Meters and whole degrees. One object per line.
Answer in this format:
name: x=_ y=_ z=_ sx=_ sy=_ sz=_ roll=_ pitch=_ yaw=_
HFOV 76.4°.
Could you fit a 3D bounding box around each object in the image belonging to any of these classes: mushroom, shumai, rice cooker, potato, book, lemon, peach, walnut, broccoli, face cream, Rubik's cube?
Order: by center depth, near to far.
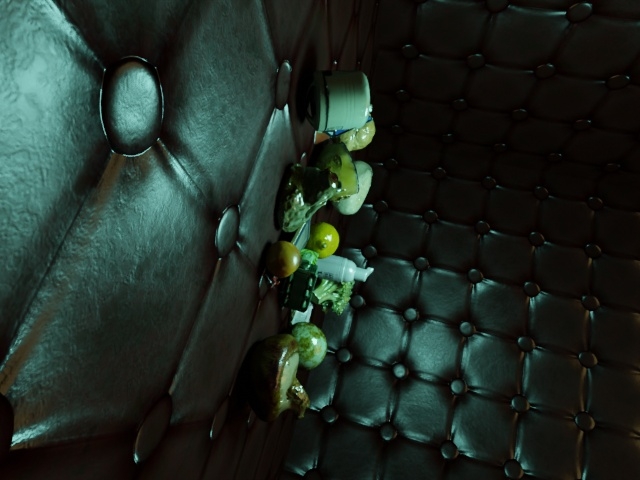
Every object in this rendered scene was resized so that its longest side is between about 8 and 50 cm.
peach: x=-0.136 y=0.066 z=1.489 sx=0.138 sy=0.138 sz=0.138 roll=13 pitch=90 yaw=-81
rice cooker: x=0.055 y=-0.514 z=1.504 sx=0.226 sy=0.244 sz=0.226 roll=172 pitch=-90 yaw=-80
shumai: x=-0.041 y=-0.147 z=1.537 sx=0.222 sy=0.204 sz=0.272 roll=-50 pitch=155 yaw=-68
mushroom: x=-0.152 y=0.540 z=1.617 sx=0.345 sy=0.260 sz=0.345 roll=13 pitch=90 yaw=-81
book: x=-0.102 y=0.028 z=1.750 sx=0.228 sy=0.018 sz=0.322 roll=-62 pitch=174 yaw=-19
Rubik's cube: x=0.123 y=-0.564 z=1.832 sx=0.250 sy=0.234 sz=0.284 roll=-56 pitch=157 yaw=-66
potato: x=0.044 y=-0.319 z=1.902 sx=0.299 sy=0.196 sz=0.246 roll=-116 pitch=-165 yaw=-58
walnut: x=0.150 y=-0.549 z=2.016 sx=0.257 sy=0.224 sz=0.257 roll=-165 pitch=-90 yaw=-79
lemon: x=0.000 y=0.000 z=2.019 sx=0.244 sy=0.187 sz=0.187 roll=-82 pitch=-177 yaw=-80
face cream: x=0.107 y=0.163 z=2.292 sx=0.145 sy=0.370 sz=0.145 roll=12 pitch=90 yaw=-80
broccoli: x=0.074 y=0.304 z=2.650 sx=0.317 sy=0.277 sz=0.338 roll=-53 pitch=154 yaw=-17

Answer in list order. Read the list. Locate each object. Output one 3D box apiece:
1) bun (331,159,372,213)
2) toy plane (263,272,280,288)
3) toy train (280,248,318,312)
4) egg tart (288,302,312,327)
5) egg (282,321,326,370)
bun: x=0.167 y=-0.335 z=2.498 sx=0.359 sy=0.211 sz=0.359 roll=-56 pitch=159 yaw=-35
toy plane: x=-0.182 y=0.143 z=1.574 sx=0.060 sy=0.037 sz=0.145 roll=-50 pitch=163 yaw=-21
toy train: x=-0.088 y=0.176 z=1.818 sx=0.330 sy=0.138 sz=0.178 roll=106 pitch=2 yaw=-45
egg tart: x=-0.104 y=0.399 z=2.223 sx=0.234 sy=0.094 sz=0.234 roll=15 pitch=90 yaw=-81
egg: x=-0.093 y=0.531 z=2.048 sx=0.289 sy=0.238 sz=0.238 roll=142 pitch=-33 yaw=-67
